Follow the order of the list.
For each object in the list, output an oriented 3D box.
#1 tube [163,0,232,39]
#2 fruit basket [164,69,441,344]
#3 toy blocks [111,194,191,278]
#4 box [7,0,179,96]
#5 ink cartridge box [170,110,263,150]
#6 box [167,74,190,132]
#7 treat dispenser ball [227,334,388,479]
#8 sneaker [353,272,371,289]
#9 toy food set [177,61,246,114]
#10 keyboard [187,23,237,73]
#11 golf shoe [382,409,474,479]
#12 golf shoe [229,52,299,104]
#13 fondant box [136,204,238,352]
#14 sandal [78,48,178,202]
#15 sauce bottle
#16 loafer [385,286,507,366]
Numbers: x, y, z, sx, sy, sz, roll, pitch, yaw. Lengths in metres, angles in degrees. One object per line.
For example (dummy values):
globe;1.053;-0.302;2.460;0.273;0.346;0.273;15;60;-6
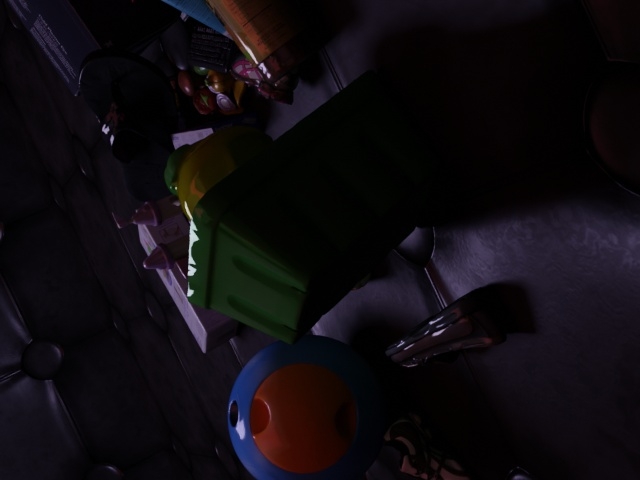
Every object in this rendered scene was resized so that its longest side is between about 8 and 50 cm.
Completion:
tube;-0.183;-0.375;1.451;0.080;0.207;0.052;-45;31;32
fruit basket;-0.073;-0.078;1.303;0.392;0.392;0.283;51;151;24
toy blocks;-0.225;0.021;1.790;0.289;0.260;0.309;57;153;13
box;-0.488;-0.504;1.829;0.343;0.179;0.312;57;156;-12
ink cartridge box;-0.198;-0.201;1.725;0.207;0.097;0.046;5;116;60
box;-0.328;-0.269;1.910;0.027;0.093;0.137;-92;-8;-63
treat dispenser ball;-0.023;0.313;1.648;0.288;0.288;0.288;42;147;37
sneaker;0.000;0.000;1.564;0.215;0.084;0.083;59;158;8
toy food set;-0.212;-0.285;1.705;0.218;0.071;0.128;4;117;61
keyboard;-0.184;-0.351;1.590;0.180;0.023;0.108;27;99;57
golf shoe;0.185;0.388;1.558;0.198;0.094;0.077;47;148;27
golf shoe;-0.087;-0.285;1.502;0.186;0.067;0.086;37;113;49
fondant box;-0.311;0.082;2.147;0.330;0.096;0.238;57;164;11
sandal;-0.351;-0.199;1.820;0.446;0.167;0.107;78;-179;-55
sauce bottle;-0.135;-0.397;1.350;0.344;0.111;0.111;54;154;-6
loafer;0.180;0.153;1.360;0.084;0.096;0.267;54;151;6
